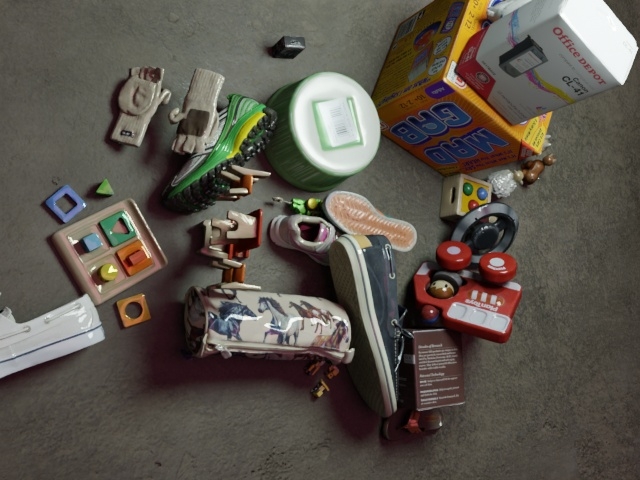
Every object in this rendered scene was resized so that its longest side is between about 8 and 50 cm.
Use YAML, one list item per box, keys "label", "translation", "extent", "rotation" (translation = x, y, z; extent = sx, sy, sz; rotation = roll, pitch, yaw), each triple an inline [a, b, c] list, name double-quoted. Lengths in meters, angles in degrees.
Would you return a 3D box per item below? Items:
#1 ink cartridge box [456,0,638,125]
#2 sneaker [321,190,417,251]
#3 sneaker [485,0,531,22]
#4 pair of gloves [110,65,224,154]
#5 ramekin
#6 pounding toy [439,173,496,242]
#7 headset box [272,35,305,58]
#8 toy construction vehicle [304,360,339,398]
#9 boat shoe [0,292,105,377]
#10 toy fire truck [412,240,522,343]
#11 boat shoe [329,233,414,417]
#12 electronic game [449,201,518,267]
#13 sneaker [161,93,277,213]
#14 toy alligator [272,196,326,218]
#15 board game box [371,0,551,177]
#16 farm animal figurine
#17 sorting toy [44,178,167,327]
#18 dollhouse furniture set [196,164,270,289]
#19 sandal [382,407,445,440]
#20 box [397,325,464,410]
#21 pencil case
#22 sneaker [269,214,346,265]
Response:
- label: "ink cartridge box"
  translation: [0.498, -0.411, 1.355]
  extent: [0.226, 0.306, 0.131]
  rotation: [37, 68, -20]
- label: "sneaker"
  translation: [0.113, -0.048, 1.616]
  extent: [0.302, 0.121, 0.108]
  rotation: [25, 84, -30]
- label: "sneaker"
  translation: [0.514, -0.590, 1.500]
  extent: [0.115, 0.105, 0.281]
  rotation: [35, 43, 21]
- label: "pair of gloves"
  translation: [-0.346, -0.300, 1.381]
  extent: [0.240, 0.042, 0.204]
  rotation: [8, 81, 5]
- label: "ramekin"
  translation: [0.009, -0.288, 1.569]
  extent: [0.303, 0.148, 0.304]
  rotation: [4, 83, -29]
- label: "pounding toy"
  translation: [0.475, -0.087, 1.839]
  extent: [0.206, 0.094, 0.181]
  rotation: [14, 78, -27]
- label: "headset box"
  translation: [-0.081, -0.508, 1.580]
  extent: [0.062, 0.083, 0.032]
  rotation: [-7, 87, -30]
- label: "toy construction vehicle"
  translation: [0.005, 0.348, 1.561]
  extent: [0.098, 0.035, 0.086]
  rotation: [-40, 104, -27]
- label: "boat shoe"
  translation: [-0.620, 0.181, 1.173]
  extent: [0.367, 0.135, 0.157]
  rotation: [-18, 93, -33]
- label: "toy fire truck"
  translation: [0.390, 0.150, 1.644]
  extent: [0.254, 0.302, 0.169]
  rotation: [-47, 143, -45]
- label: "boat shoe"
  translation: [0.146, 0.216, 1.540]
  extent: [0.155, 0.186, 0.501]
  rotation: [-16, 103, -26]
- label: "electronic game"
  translation: [0.490, -0.014, 1.805]
  extent: [0.229, 0.048, 0.229]
  rotation: [-10, 126, -14]
- label: "sneaker"
  translation: [-0.259, -0.207, 1.445]
  extent: [0.146, 0.134, 0.344]
  rotation: [34, 72, 17]
- label: "toy alligator"
  translation: [-0.040, -0.082, 1.571]
  extent: [0.189, 0.056, 0.051]
  rotation: [2, 84, -29]
- label: "board game box"
  translation: [0.403, -0.439, 1.687]
  extent: [0.356, 0.356, 0.356]
  rotation: [29, 72, -23]
- label: "farm animal figurine"
  translation: [0.627, -0.329, 1.906]
  extent: [0.326, 0.172, 0.331]
  rotation: [-21, 95, -29]
- label: "sorting toy"
  translation: [-0.458, 0.024, 1.331]
  extent: [0.196, 0.047, 0.348]
  rotation: [-32, 100, -28]
- label: "dollhouse furniture set"
  translation: [-0.183, -0.013, 1.367]
  extent: [0.135, 0.259, 0.262]
  rotation: [7, 81, -26]
- label: "sandal"
  translation: [0.269, 0.508, 1.676]
  extent: [0.219, 0.060, 0.090]
  rotation: [5, 82, -29]
- label: "box"
  translation: [0.271, 0.340, 1.634]
  extent: [0.167, 0.168, 0.203]
  rotation: [0, 84, -29]
- label: "pencil case"
  translation: [-0.118, 0.212, 1.428]
  extent: [0.410, 0.160, 0.184]
  rotation: [9, 41, -28]
- label: "sneaker"
  translation: [0.000, 0.000, 1.553]
  extent: [0.252, 0.111, 0.103]
  rotation: [16, 77, -27]
